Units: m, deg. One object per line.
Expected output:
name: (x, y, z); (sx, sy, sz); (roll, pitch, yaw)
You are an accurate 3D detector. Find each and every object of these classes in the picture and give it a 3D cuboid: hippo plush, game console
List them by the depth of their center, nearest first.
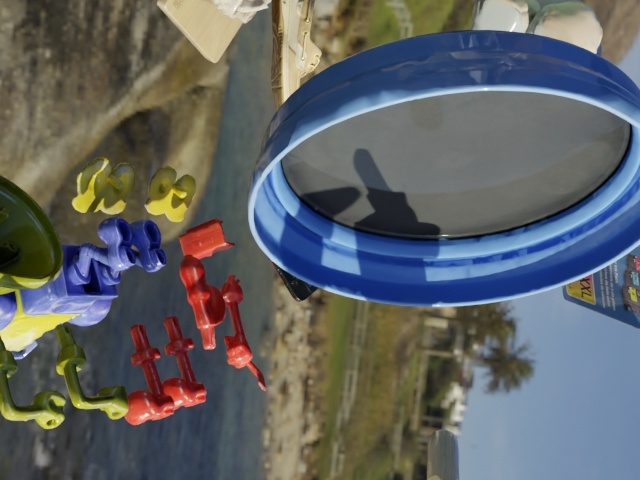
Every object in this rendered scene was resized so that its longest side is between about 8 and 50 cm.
hippo plush: (0.282, -0.189, 1.501); (0.236, 0.234, 0.294); (-27, 153, -55)
game console: (0.000, 0.000, 1.713); (0.144, 0.085, 0.124); (-37, 99, -44)

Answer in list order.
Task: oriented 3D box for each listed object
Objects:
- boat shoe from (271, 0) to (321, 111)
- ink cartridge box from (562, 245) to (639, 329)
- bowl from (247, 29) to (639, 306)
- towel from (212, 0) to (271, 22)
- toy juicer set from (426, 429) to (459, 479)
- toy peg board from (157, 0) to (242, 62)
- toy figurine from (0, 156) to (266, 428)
boat shoe: (-0.027, -0.232, 1.429); (0.063, 0.059, 0.170); (180, -89, -75)
ink cartridge box: (0.496, 0.016, 1.324); (0.395, 0.270, 0.151); (28, -49, 61)
bowl: (0.127, -0.056, 1.091); (0.391, 0.391, 0.077); (92, -4, -61)
towel: (-0.090, -0.327, 0.920); (0.187, 0.282, 0.049); (-45, 172, 13)
toy juicer set: (0.147, 0.299, 1.100); (0.209, 0.089, 0.329); (-85, 171, -47)
toy peg board: (-0.147, -0.334, 1.458); (0.161, 0.079, 0.160); (-58, 156, -5)
toy figurine: (-0.223, 0.066, 0.849); (0.362, 0.217, 0.191); (1, 69, -67)
